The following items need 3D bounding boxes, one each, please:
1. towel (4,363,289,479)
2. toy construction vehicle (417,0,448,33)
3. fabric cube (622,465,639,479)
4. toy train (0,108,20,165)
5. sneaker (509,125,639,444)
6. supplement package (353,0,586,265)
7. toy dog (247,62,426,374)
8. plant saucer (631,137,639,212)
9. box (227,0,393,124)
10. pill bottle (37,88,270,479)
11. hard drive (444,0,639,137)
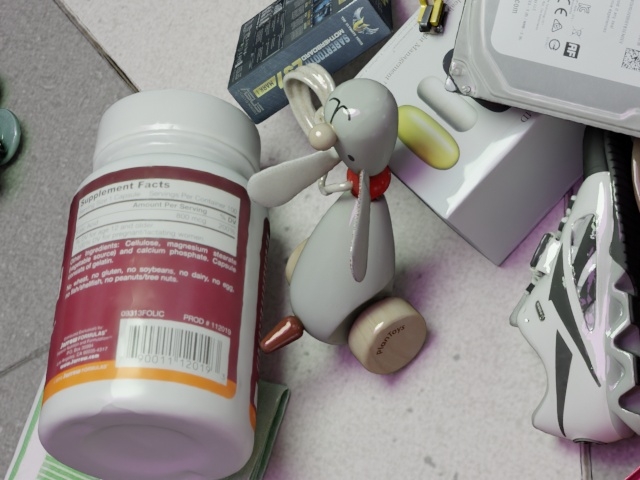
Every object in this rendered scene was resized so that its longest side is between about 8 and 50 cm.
[{"bbox_3d":[-0.211,0.245,1.690,0.324,0.038,0.248,12,77,32],"label":"towel"},{"bbox_3d":[0.140,-0.239,1.501,0.085,0.035,0.098,8,71,28],"label":"toy construction vehicle"},{"bbox_3d":[0.340,0.323,1.226,0.254,0.258,0.259,-41,57,11],"label":"fabric cube"},{"bbox_3d":[-0.523,-0.171,1.968,0.190,0.142,0.334,-44,58,22],"label":"toy train"},{"bbox_3d":[0.250,0.034,1.462,0.146,0.122,0.331,-7,72,30],"label":"sneaker"},{"bbox_3d":[0.158,-0.124,1.557,0.194,0.149,0.203,-48,56,4],"label":"supplement package"},{"bbox_3d":[0.000,0.000,1.510,0.161,0.334,0.220,-27,28,-25],"label":"toy dog"},{"bbox_3d":[0.436,-0.070,1.411,0.277,0.041,0.278,-3,79,13],"label":"plant saucer"},{"bbox_3d":[-0.009,-0.237,1.670,0.183,0.059,0.233,-34,21,15],"label":"box"},{"bbox_3d":[-0.170,0.047,1.612,0.224,0.224,0.392,-13,56,25],"label":"pill bottle"},{"bbox_3d":[0.304,-0.212,1.374,0.338,0.064,0.237,16,101,10],"label":"hard drive"}]
